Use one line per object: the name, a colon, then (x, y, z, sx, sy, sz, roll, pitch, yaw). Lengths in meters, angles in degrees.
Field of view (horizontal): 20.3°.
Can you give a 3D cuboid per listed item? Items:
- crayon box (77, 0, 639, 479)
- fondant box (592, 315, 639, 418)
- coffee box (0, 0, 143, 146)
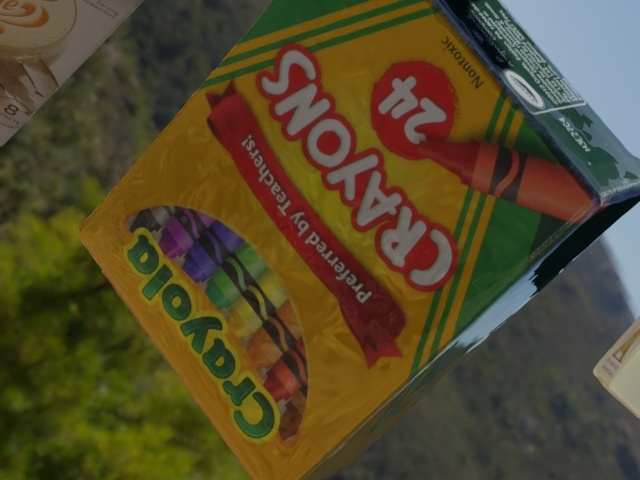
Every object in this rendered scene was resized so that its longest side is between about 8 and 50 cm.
crayon box: (0.000, 0.000, 0.981, 0.202, 0.318, 0.081, 52, 31, 15)
fondant box: (0.406, 0.061, 1.351, 0.238, 0.330, 0.096, 41, 3, -4)
coffee box: (-0.169, -0.174, 0.993, 0.141, 0.246, 0.098, 31, 50, -20)
